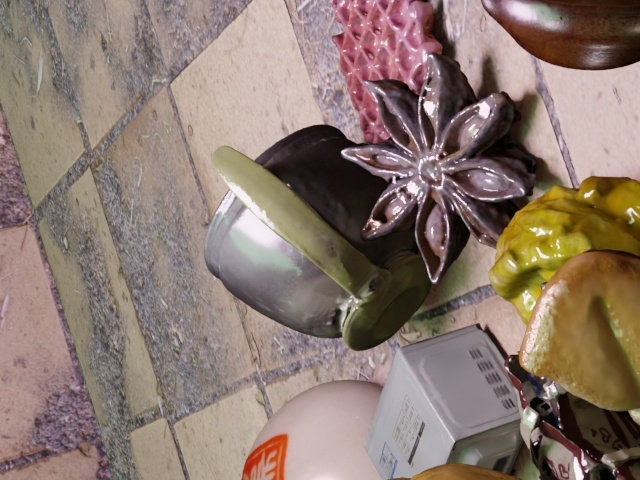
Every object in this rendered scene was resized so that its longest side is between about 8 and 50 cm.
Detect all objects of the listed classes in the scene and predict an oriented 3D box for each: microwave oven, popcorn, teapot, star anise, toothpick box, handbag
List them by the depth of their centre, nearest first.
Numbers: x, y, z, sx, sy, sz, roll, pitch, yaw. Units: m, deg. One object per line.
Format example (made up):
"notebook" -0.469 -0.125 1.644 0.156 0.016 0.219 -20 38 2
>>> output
"toothpick box" 0.233 -0.291 1.327 0.192 0.192 0.294 38 133 53
"popcorn" 0.256 0.032 1.512 0.198 0.156 0.197 34 144 29
"handbag" 0.282 0.216 1.531 0.213 0.127 0.235 53 -175 37
"star anise" 0.140 -0.078 1.718 0.223 0.109 0.235 -17 85 36
"microwave oven" 0.151 0.223 1.860 0.162 0.122 0.208 58 151 32
"teapot" 0.017 -0.010 1.888 0.239 0.239 0.321 40 153 25

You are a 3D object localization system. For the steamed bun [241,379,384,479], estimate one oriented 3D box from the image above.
"steamed bun" 0.021 0.376 2.089 0.374 0.241 0.374 49 147 47

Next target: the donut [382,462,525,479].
"donut" 0.213 0.371 1.507 0.198 0.449 0.449 -53 43 8

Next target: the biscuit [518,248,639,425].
"biscuit" 0.318 0.126 1.397 0.299 0.154 0.045 38 -168 -1

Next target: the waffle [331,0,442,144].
"waffle" 0.080 -0.205 1.846 0.221 0.055 0.234 3 107 65
